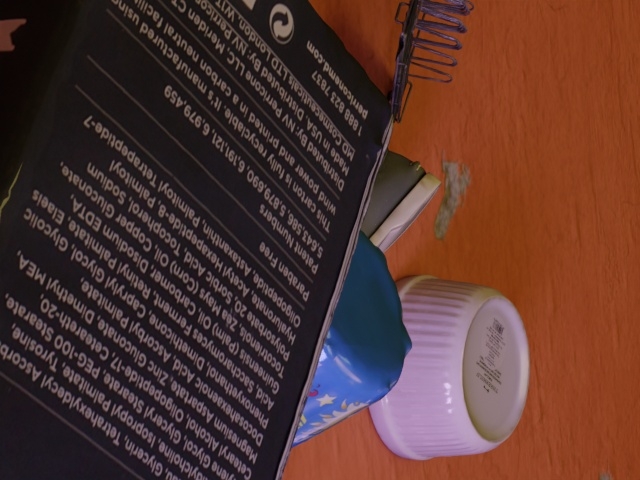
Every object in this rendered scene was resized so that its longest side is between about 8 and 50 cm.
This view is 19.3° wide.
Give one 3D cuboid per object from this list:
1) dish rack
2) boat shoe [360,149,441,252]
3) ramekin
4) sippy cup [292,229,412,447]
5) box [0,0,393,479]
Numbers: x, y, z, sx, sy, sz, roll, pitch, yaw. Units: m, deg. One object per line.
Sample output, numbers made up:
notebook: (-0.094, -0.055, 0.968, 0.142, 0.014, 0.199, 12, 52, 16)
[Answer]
dish rack: (0.132, -0.261, 2.014, 0.208, 0.074, 0.272, 91, 16, -63)
boat shoe: (0.000, 0.000, 1.892, 0.099, 0.116, 0.319, 42, 48, 7)
ramekin: (0.146, 0.140, 2.074, 0.207, 0.109, 0.207, 1, 88, -57)
sippy cup: (-0.055, 0.085, 1.601, 0.305, 0.224, 0.240, 55, 32, -22)
box: (-0.273, 0.055, 1.088, 0.297, 0.479, 0.472, 45, 53, -46)
